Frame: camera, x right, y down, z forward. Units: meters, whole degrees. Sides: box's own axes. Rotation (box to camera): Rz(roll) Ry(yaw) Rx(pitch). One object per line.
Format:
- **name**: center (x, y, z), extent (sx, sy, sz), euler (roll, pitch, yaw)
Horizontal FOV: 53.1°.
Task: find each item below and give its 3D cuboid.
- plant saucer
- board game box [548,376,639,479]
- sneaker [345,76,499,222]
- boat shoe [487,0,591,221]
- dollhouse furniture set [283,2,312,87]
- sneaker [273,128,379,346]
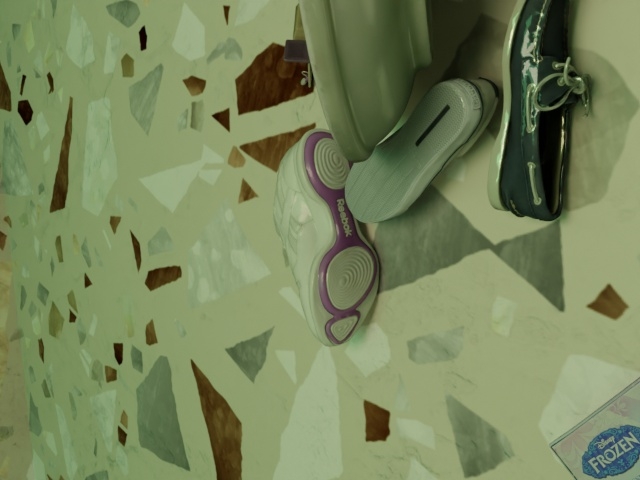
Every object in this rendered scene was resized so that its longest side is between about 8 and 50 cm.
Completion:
- **plant saucer**: center (0.060, -0.285, 0.665), extent (0.100, 0.400, 0.401), euler (-4, 92, 13)
- **board game box**: center (0.419, 0.223, 0.546), extent (0.318, 0.065, 0.319), euler (55, 129, 26)
- **sneaker**: center (0.125, -0.102, 0.793), extent (0.258, 0.091, 0.094), euler (-42, 72, 50)
- **boat shoe**: center (0.234, -0.146, 0.671), extent (0.079, 0.095, 0.255), euler (21, 110, 44)
- **dollhouse furniture set**: center (-0.003, -0.290, 0.959), extent (0.081, 0.090, 0.114), euler (89, -176, -69)
- **sneaker**: center (0.000, 0.000, 0.937), extent (0.152, 0.114, 0.305), euler (-15, 79, 59)
